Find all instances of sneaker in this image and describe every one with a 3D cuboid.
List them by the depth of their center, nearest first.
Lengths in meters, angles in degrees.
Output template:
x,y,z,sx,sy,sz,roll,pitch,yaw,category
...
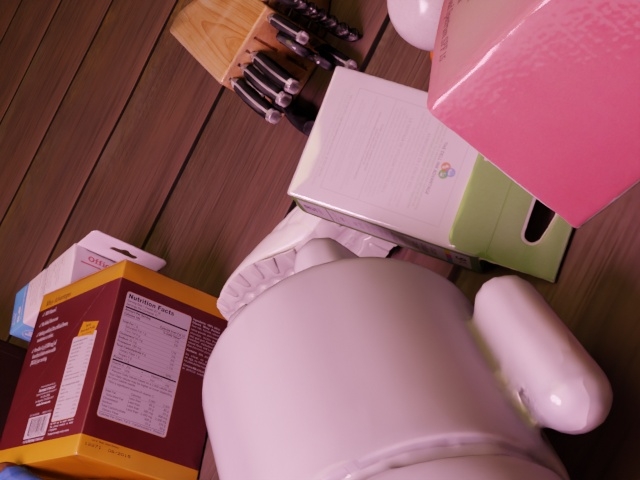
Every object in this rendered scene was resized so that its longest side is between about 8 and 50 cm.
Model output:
x,y,z,sx,sy,sz,roll,pitch,yaw,category
0.000,0.000,0.991,0.235,0.090,0.095,-38,27,29,sneaker

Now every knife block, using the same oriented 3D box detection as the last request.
x,y,z,sx,sy,sz,roll,pitch,yaw,category
-0.072,-0.188,1.212,0.276,0.088,0.242,-25,48,45,knife block

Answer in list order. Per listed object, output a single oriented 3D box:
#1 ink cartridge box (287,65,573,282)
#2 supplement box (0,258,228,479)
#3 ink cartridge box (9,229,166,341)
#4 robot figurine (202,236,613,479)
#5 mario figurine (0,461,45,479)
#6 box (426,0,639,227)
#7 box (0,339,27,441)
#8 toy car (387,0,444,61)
x,y,z,sx,sy,sz,roll,pitch,yaw,category
0.092,-0.046,0.847,0.209,0.062,0.109,19,81,16,ink cartridge box
-0.208,0.147,1.131,0.191,0.129,0.194,-20,51,49,supplement box
-0.269,0.067,1.302,0.180,0.104,0.060,-34,42,40,ink cartridge box
0.042,0.148,0.691,0.300,0.200,0.353,-47,35,19,robot figurine
-0.196,0.301,0.964,0.320,0.170,0.198,8,53,35,mario figurine
0.185,-0.145,0.641,0.232,0.127,0.148,-43,20,34,box
-0.441,0.252,1.343,0.143,0.191,0.381,-56,33,13,box
0.149,-0.157,0.835,0.182,0.159,0.136,7,109,57,toy car
